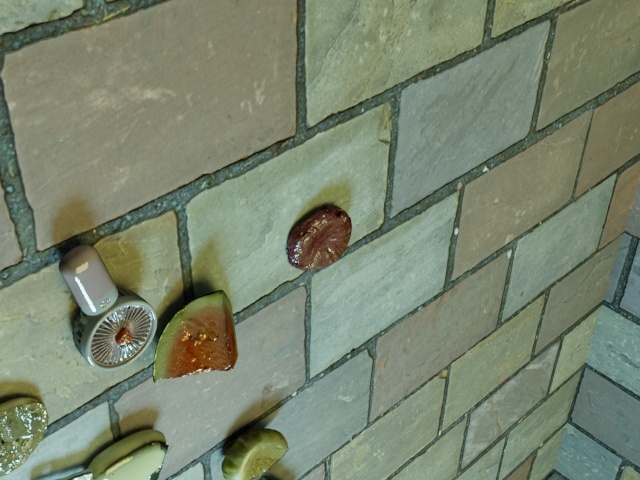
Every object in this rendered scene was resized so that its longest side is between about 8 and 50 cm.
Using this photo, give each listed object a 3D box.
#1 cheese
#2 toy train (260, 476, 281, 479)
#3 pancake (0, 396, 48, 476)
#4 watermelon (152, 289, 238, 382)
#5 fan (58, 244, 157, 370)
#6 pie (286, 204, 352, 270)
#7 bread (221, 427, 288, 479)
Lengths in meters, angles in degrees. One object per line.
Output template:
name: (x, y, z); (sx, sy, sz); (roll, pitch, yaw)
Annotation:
cheese: (-0.389, 0.414, 1.547); (0.252, 0.054, 0.127); (-6, 123, -47)
toy train: (-0.108, 0.614, 2.045); (0.099, 0.070, 0.172); (-57, 148, -16)
pancake: (-0.494, 0.307, 1.353); (0.158, 0.028, 0.158); (-33, 143, -29)
watermelon: (-0.222, 0.181, 1.528); (0.146, 0.137, 0.193); (-10, 135, -1)
fan: (-0.333, 0.102, 1.334); (0.130, 0.074, 0.244); (-39, 142, -22)
pie: (0.000, 0.000, 1.684); (0.154, 0.038, 0.153); (-29, 138, -30)
bread: (-0.147, 0.446, 1.839); (0.157, 0.083, 0.094); (-41, 141, -24)
